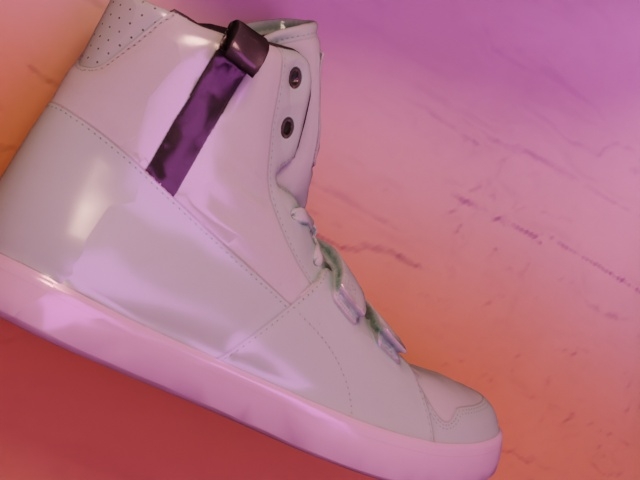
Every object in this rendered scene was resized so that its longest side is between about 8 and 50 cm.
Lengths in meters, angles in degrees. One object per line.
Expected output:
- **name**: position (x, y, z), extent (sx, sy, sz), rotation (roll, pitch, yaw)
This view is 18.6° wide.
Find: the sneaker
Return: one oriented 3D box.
- **sneaker**: position (0.000, 0.000, 0.758), extent (0.256, 0.094, 0.151), rotation (26, 88, -35)
